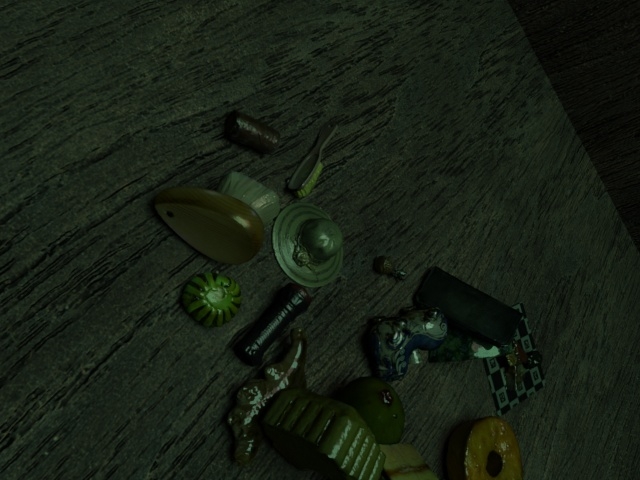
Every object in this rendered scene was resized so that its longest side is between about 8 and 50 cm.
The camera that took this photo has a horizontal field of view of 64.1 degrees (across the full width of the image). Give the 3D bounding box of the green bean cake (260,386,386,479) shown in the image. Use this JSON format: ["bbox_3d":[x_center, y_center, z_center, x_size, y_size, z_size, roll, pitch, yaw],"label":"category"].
[{"bbox_3d":[0.010,0.447,1.139,0.124,0.236,0.233,-53,131,-32],"label":"green bean cake"}]

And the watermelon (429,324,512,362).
[{"bbox_3d":[0.494,0.301,1.692,0.256,0.176,0.260,9,68,5],"label":"watermelon"}]

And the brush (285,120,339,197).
[{"bbox_3d":[-0.010,-0.237,1.495,0.067,0.072,0.312,59,43,-39],"label":"brush"}]

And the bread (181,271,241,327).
[{"bbox_3d":[-0.248,0.134,1.188,0.139,0.071,0.130,38,62,-25],"label":"bread"}]

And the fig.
[{"bbox_3d":[0.132,0.449,1.306,0.203,0.225,0.202,11,54,-16],"label":"fig"}]

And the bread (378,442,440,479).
[{"bbox_3d":[0.155,0.636,1.224,0.168,0.163,0.264,9,113,-38],"label":"bread"}]

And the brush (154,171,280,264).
[{"bbox_3d":[-0.242,-0.074,1.203,0.267,0.174,0.166,28,46,-10],"label":"brush"}]

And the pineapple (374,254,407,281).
[{"bbox_3d":[0.224,0.093,1.584,0.124,0.058,0.058,31,60,-29],"label":"pineapple"}]

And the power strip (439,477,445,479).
[{"bbox_3d":[0.394,0.892,1.493,0.092,0.066,0.387,-8,85,-38],"label":"power strip"}]

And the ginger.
[{"bbox_3d":[-0.117,0.374,1.222,0.333,0.080,0.166,-51,128,-36],"label":"ginger"}]

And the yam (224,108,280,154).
[{"bbox_3d":[-0.182,-0.284,1.356,0.141,0.079,0.079,19,67,-35],"label":"yam"}]

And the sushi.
[{"bbox_3d":[0.734,0.425,1.893,0.359,0.064,0.342,-11,84,-41],"label":"sushi"}]

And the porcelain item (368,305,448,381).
[{"bbox_3d":[0.264,0.299,1.511,0.288,0.138,0.186,-10,95,-39],"label":"porcelain item"}]

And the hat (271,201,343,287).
[{"bbox_3d":[0.000,0.000,1.397,0.252,0.110,0.251,12,70,-35],"label":"hat"}]

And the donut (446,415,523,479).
[{"bbox_3d":[0.509,0.698,1.603,0.303,0.110,0.302,14,68,-37],"label":"donut"}]

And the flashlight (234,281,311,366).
[{"bbox_3d":[-0.120,0.206,1.266,0.232,0.093,0.093,-46,107,-31],"label":"flashlight"}]

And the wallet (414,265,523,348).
[{"bbox_3d":[0.468,0.215,1.631,0.318,0.045,0.172,28,53,18],"label":"wallet"}]
